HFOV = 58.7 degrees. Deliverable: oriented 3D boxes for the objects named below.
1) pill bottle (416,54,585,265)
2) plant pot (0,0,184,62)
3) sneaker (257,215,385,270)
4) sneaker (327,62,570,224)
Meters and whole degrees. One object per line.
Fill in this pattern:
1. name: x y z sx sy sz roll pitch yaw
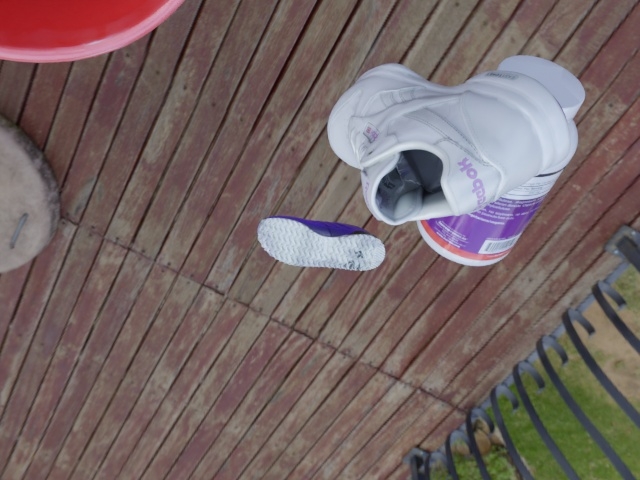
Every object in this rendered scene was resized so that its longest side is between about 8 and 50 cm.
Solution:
1. pill bottle: 0.278 -0.118 0.902 0.181 0.182 0.323 11 139 -2
2. plant pot: -0.200 -0.304 0.375 0.274 0.243 0.275 -8 142 -6
3. sneaker: 0.000 0.001 1.335 0.293 0.146 0.102 12 104 -1
4. sneaker: 0.070 -0.092 0.542 0.152 0.305 0.114 -37 115 -17
